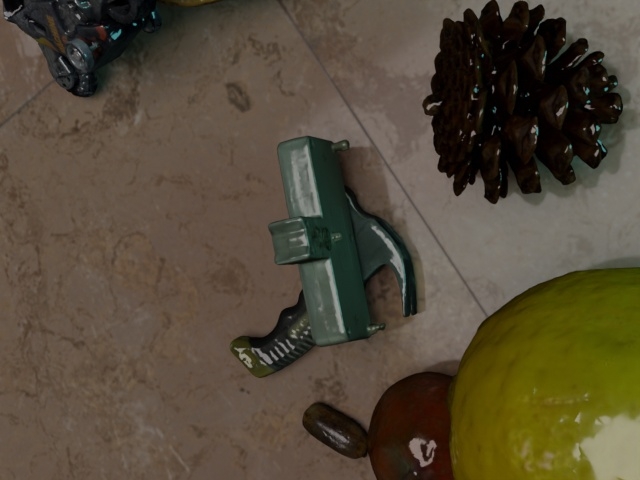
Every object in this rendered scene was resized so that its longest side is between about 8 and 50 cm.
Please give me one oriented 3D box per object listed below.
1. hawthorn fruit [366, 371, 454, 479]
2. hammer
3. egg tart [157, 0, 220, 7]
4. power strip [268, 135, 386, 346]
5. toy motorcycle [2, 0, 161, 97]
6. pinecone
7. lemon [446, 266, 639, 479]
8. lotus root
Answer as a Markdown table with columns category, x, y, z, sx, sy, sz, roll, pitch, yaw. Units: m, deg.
| category | x | y | z | sx | sy | sz | roll | pitch | yaw |
| --- | --- | --- | --- | --- | --- | --- | --- | --- | --- |
| hawthorn fruit | 0.120 | 0.217 | 1.165 | 0.149 | 0.189 | 0.149 | -1 | 109 | -4 |
| hammer | 0.000 | 0.068 | 1.272 | 0.226 | 0.041 | 0.159 | -44 | 75 | 15 |
| egg tart | -0.122 | -0.409 | 1.262 | 0.315 | 0.120 | 0.315 | 3 | 99 | 20 |
| power strip | 0.000 | 0.000 | 1.173 | 0.061 | 0.145 | 0.216 | -14 | 85 | 22 |
| toy motorcycle | -0.271 | -0.268 | 1.264 | 0.173 | 0.108 | 0.307 | 54 | 149 | -2 |
| pinecone | 0.195 | -0.134 | 1.125 | 0.207 | 0.208 | 0.208 | 0 | 91 | 20 |
| lemon | 0.279 | 0.181 | 1.020 | 0.348 | 0.348 | 0.348 | 0 | 91 | 20 |
| lotus root | 0.017 | 0.209 | 1.273 | 0.083 | 0.030 | 0.037 | 31 | 100 | 16 |
